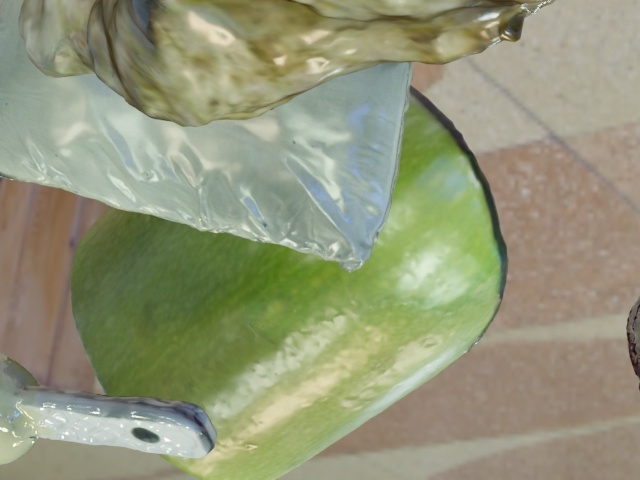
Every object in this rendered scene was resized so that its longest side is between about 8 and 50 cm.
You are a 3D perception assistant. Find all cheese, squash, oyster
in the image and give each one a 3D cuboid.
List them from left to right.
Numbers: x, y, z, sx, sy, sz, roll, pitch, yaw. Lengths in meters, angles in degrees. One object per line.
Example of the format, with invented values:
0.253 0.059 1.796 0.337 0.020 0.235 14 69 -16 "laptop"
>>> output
-0.171 0.089 0.794 0.235 0.049 0.127 3 145 16 "cheese"
0.000 0.000 0.966 0.309 0.233 0.210 -39 173 30 "squash"
0.021 -0.097 0.338 0.204 0.111 0.396 14 166 -6 "oyster"

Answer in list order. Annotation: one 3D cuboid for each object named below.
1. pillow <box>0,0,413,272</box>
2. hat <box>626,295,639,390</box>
-0.067 -0.072 0.731 0.229 0.128 0.051 15 180 14 "pillow"
0.180 0.024 0.366 0.205 0.089 0.205 2 -163 -1 "hat"
